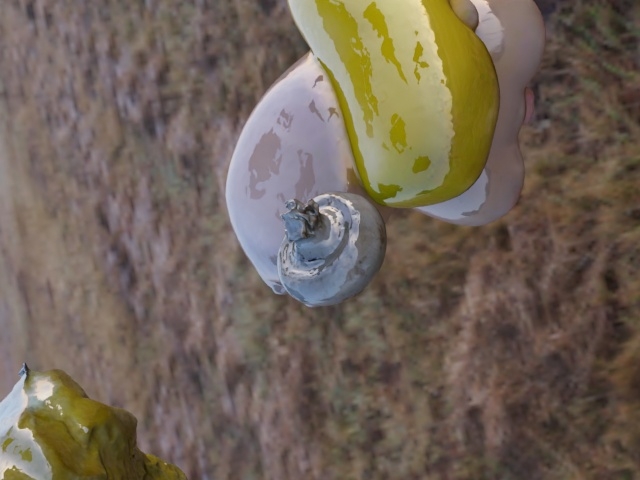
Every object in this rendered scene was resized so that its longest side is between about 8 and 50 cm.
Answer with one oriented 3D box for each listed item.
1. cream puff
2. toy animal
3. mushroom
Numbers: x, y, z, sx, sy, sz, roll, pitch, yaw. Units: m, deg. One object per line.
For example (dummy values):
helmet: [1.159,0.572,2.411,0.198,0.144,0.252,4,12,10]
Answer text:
cream puff: [-0.250,0.299,1.175,0.323,0.270,0.274,-43,16,37]
toy animal: [0.089,-0.089,1.127,0.277,0.247,0.345,35,110,48]
mushroom: [0.000,0.000,0.879,0.079,0.085,0.085,40,-164,-45]
